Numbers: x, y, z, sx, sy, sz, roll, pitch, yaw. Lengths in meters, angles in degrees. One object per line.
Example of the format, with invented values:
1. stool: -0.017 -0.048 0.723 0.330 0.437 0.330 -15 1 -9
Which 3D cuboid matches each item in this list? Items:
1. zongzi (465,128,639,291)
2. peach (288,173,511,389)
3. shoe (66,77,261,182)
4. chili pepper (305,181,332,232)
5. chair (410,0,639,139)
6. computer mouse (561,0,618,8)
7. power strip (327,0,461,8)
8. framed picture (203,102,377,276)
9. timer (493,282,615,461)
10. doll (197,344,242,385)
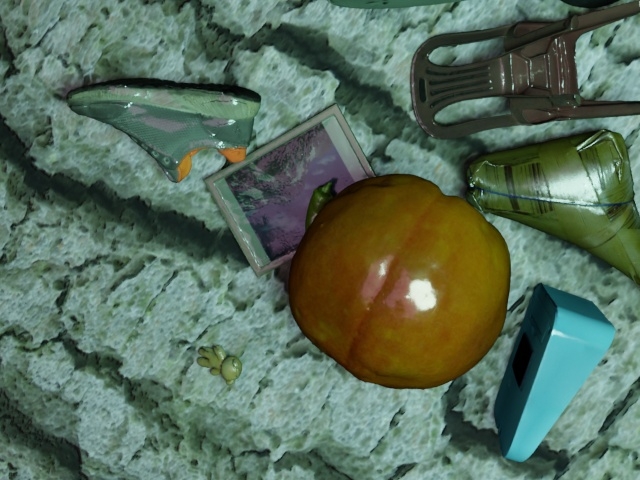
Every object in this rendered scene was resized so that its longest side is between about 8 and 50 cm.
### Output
1. zongzi: 0.382 -0.018 1.216 0.260 0.123 0.289 -12 100 16
2. peach: 0.121 0.075 1.171 0.343 0.343 0.301 32 79 5
3. shoe: -0.270 -0.189 1.316 0.337 0.132 0.171 5 108 7
4. chili pepper: -0.001 0.000 1.311 0.049 0.043 0.208 -6 103 -15
5. chair: 0.319 -0.259 1.194 0.326 0.183 0.175 5 104 55
6. computer mouse: 0.474 -0.465 1.154 0.264 0.088 0.147 -37 92 10
7. power strip: 0.172 -0.442 1.083 0.358 0.357 0.161 -3 99 11
8. framed picture: -0.042 -0.084 1.333 0.281 0.019 0.209 -30 92 13
9. timer: 0.353 0.210 1.195 0.091 0.232 0.249 21 102 4
10. doll: -0.186 0.225 1.387 0.093 0.051 0.061 13 107 10
